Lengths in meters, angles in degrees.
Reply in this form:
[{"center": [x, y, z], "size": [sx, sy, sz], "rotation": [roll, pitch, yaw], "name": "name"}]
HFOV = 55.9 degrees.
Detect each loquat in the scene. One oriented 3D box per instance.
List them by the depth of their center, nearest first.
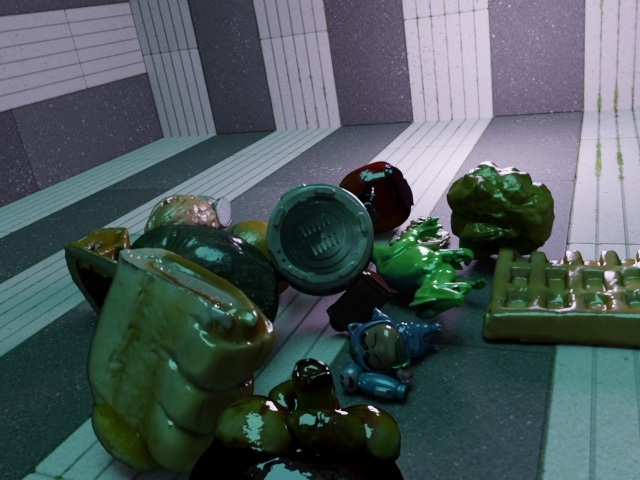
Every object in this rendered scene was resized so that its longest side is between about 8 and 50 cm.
[{"center": [-0.170, 0.049, 1.480], "size": [0.213, 0.212, 0.213], "rotation": [-8, 22, 3], "name": "loquat"}]

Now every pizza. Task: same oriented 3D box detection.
[{"center": [0.280, -0.019, 1.637], "size": [0.147, 0.069, 0.226], "rotation": [2, 24, 31], "name": "pizza"}]

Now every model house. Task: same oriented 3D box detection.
[{"center": [-0.475, 0.074, 1.525], "size": [0.174, 0.267, 0.239], "rotation": [-21, 13, 29], "name": "model house"}]

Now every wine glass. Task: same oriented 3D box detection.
[{"center": [-0.410, -0.098, 2.046], "size": [0.205, 0.111, 0.111], "rotation": [2, 24, 22], "name": "wine glass"}]

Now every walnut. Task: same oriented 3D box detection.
[{"center": [-0.417, -0.040, 1.810], "size": [0.198, 0.198, 0.245], "rotation": [8, 24, 36], "name": "walnut"}]

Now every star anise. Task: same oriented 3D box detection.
[{"center": [0.078, -0.030, 1.539], "size": [0.102, 0.272, 0.272], "rotation": [41, 41, 11], "name": "star anise"}]

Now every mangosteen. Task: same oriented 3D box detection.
[{"center": [-0.026, 0.292, 0.704], "size": [0.288, 0.287, 0.233], "rotation": [-5, 27, 12], "name": "mangosteen"}]

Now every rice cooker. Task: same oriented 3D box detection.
[{"center": [0.000, 0.000, 1.327], "size": [0.281, 0.241, 0.227], "rotation": [-34, -7, -2], "name": "rice cooker"}]

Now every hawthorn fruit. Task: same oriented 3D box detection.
[{"center": [0.144, -0.114, 1.753], "size": [0.250, 0.215, 0.215], "rotation": [-22, 22, 3], "name": "hawthorn fruit"}]

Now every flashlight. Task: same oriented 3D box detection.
[{"center": [0.094, 0.253, 1.069], "size": [0.129, 0.051, 0.051], "rotation": [7, 27, 28], "name": "flashlight"}]

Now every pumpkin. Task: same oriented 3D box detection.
[{"center": [-0.248, 0.117, 1.228], "size": [0.328, 0.291, 0.257], "rotation": [15, -7, 22], "name": "pumpkin"}]

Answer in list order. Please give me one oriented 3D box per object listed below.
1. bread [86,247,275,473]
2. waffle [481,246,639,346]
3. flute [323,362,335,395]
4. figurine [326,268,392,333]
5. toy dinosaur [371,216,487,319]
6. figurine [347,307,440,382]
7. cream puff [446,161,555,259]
[{"center": [-0.232, 0.211, 1.002], "size": [0.301, 0.340, 0.210], "rotation": [21, 6, 33], "name": "bread"}, {"center": [0.514, 0.109, 1.216], "size": [0.349, 0.077, 0.304], "rotation": [0, 24, 21], "name": "waffle"}, {"center": [0.020, 0.283, 1.051], "size": [0.027, 0.027, 0.233], "rotation": [-11, 22, -3], "name": "flute"}, {"center": [0.072, 0.128, 1.275], "size": [0.154, 0.082, 0.098], "rotation": [-48, 10, 16], "name": "figurine"}, {"center": [0.145, 0.096, 1.393], "size": [0.501, 0.143, 0.374], "rotation": [-13, 18, 33], "name": "toy dinosaur"}, {"center": [0.144, 0.193, 1.117], "size": [0.179, 0.114, 0.144], "rotation": [-6, 10, -16], "name": "figurine"}, {"center": [0.415, -0.047, 1.436], "size": [0.282, 0.281, 0.185], "rotation": [12, 48, 43], "name": "cream puff"}]
